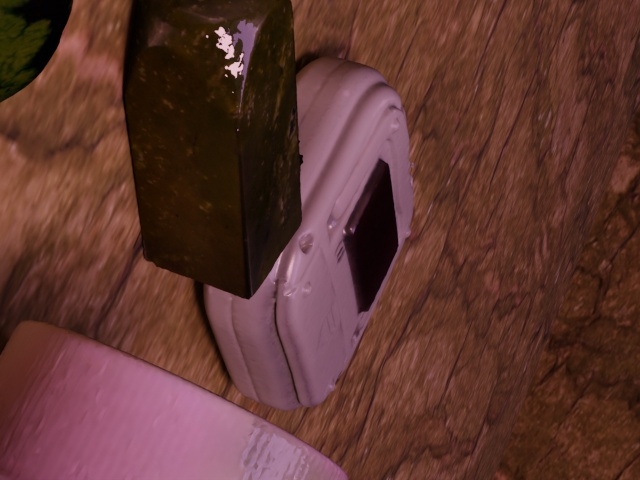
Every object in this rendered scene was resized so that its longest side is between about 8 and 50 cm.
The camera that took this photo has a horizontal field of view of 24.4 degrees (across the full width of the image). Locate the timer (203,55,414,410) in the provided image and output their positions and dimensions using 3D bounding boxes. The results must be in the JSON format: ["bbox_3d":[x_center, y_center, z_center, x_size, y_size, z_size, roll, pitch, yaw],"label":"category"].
[{"bbox_3d":[-0.001,0.000,1.153,0.237,0.087,0.262,-61,160,-24],"label":"timer"}]

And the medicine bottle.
[{"bbox_3d":[-0.134,0.217,0.760,0.302,0.241,0.241,-65,161,-14],"label":"medicine bottle"}]

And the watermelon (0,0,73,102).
[{"bbox_3d":[-0.136,-0.150,0.495,0.159,0.128,0.303,-68,162,-55],"label":"watermelon"}]

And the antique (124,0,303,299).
[{"bbox_3d":[-0.066,-0.071,0.910,0.221,0.081,0.080,87,27,-48],"label":"antique"}]
